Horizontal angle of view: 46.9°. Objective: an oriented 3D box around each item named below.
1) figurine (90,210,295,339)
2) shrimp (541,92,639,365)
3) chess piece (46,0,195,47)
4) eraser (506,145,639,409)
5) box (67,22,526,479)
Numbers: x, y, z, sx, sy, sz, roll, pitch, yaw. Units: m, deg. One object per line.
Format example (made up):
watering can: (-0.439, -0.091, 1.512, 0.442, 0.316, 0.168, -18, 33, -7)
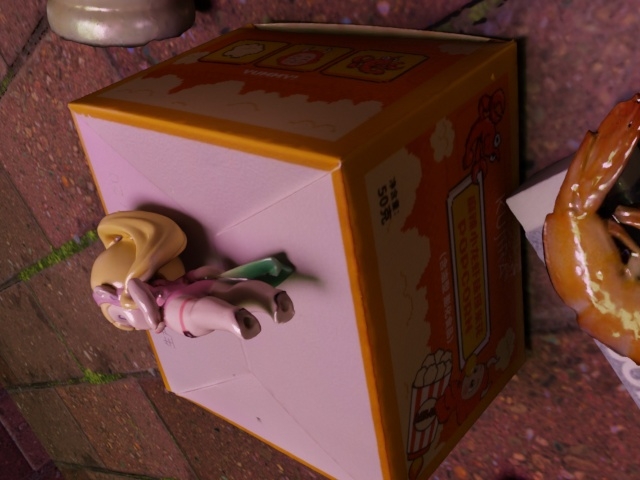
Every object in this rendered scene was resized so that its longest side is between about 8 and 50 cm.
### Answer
figurine: (-0.088, 0.025, 0.462, 0.187, 0.083, 0.083, 8, 124, 51)
shrimp: (0.212, -0.035, 0.407, 0.150, 0.068, 0.249, 16, 113, 15)
chess piece: (-0.176, -0.298, 0.611, 0.133, 0.133, 0.243, 28, 132, 31)
eraser: (0.221, 0.037, 0.499, 0.212, 0.046, 0.092, 55, 143, -2)
box: (0.000, 0.000, 0.575, 0.259, 0.214, 0.284, 16, 130, 36)
